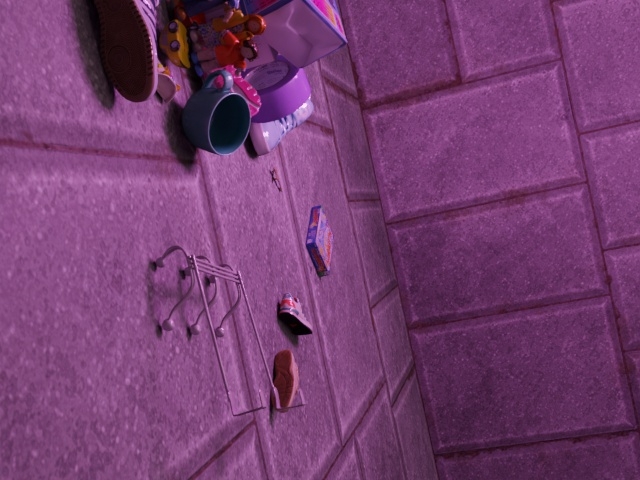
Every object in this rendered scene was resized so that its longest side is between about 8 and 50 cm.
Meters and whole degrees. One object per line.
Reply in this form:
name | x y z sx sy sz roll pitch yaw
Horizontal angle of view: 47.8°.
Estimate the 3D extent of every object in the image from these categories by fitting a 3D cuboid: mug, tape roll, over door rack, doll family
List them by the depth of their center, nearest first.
over door rack | -0.173 0.177 1.309 0.324 0.108 0.239 61 9 17
doll family | -0.199 -0.465 1.440 0.118 0.163 0.263 -82 155 -53
mug | -0.216 -0.261 1.488 0.129 0.097 0.158 35 78 -58
tape roll | -0.125 -0.385 1.825 0.189 0.188 0.080 -86 159 -46

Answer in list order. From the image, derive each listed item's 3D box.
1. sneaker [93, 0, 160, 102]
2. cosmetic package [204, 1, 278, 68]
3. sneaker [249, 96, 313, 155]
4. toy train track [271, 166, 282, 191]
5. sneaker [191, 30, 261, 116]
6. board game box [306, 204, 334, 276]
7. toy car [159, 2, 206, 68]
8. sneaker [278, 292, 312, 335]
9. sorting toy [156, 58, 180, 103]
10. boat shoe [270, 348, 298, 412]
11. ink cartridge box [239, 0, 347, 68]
sneaker | -0.320 -0.379 1.265 0.153 0.099 0.283 -26 101 -73
cosmetic package | -0.189 -0.514 1.758 0.184 0.151 0.152 -77 150 -56
sneaker | -0.101 -0.352 1.964 0.366 0.150 0.135 -79 153 -56
toy train track | -0.122 -0.169 2.016 0.048 0.014 0.083 -97 172 -46
sneaker | -0.228 -0.358 1.621 0.111 0.102 0.252 -47 -118 56
board game box | 0.000 0.000 2.297 0.201 0.035 0.136 -82 156 -52
toy car | -0.313 -0.486 1.466 0.239 0.053 0.225 -86 158 -48
sneaker | -0.060 0.191 1.877 0.161 0.057 0.075 52 35 -54
sorting toy | -0.309 -0.323 1.396 0.075 0.044 0.083 65 5 33
boat shoe | -0.076 0.336 1.692 0.170 0.062 0.059 -87 153 -47
ink cartridge box | -0.097 -0.638 1.658 0.270 0.151 0.396 20 50 -64
